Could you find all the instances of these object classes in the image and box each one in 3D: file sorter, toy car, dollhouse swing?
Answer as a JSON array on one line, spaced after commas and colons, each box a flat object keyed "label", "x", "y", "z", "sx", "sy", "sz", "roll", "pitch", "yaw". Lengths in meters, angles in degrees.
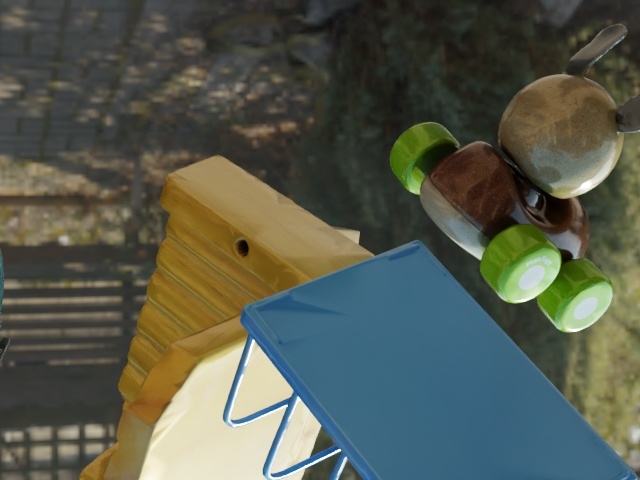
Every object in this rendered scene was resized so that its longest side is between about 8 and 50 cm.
[{"label": "file sorter", "x": 0.044, "y": 0.106, "z": 0.623, "sx": 0.118, "sy": 0.170, "sz": 0.104, "roll": -20, "pitch": 146, "yaw": -35}, {"label": "toy car", "x": 0.173, "y": -0.061, "z": 0.871, "sx": 0.188, "sy": 0.155, "sz": 0.149, "roll": -49, "pitch": 138, "yaw": 14}, {"label": "dollhouse swing", "x": -0.155, "y": 0.141, "z": 1.063, "sx": 0.315, "sy": 0.346, "sz": 0.305, "roll": 34, "pitch": -155, "yaw": 35}]

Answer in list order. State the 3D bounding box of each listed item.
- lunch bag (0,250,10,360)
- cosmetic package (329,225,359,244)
[{"label": "lunch bag", "x": -0.376, "y": 0.074, "z": 0.916, "sx": 0.279, "sy": 0.224, "sz": 0.108, "roll": 6, "pitch": -173, "yaw": -34}, {"label": "cosmetic package", "x": 0.000, "y": 0.000, "z": 1.681, "sx": 0.060, "sy": 0.041, "sz": 0.115, "roll": 9, "pitch": -177, "yaw": 29}]
